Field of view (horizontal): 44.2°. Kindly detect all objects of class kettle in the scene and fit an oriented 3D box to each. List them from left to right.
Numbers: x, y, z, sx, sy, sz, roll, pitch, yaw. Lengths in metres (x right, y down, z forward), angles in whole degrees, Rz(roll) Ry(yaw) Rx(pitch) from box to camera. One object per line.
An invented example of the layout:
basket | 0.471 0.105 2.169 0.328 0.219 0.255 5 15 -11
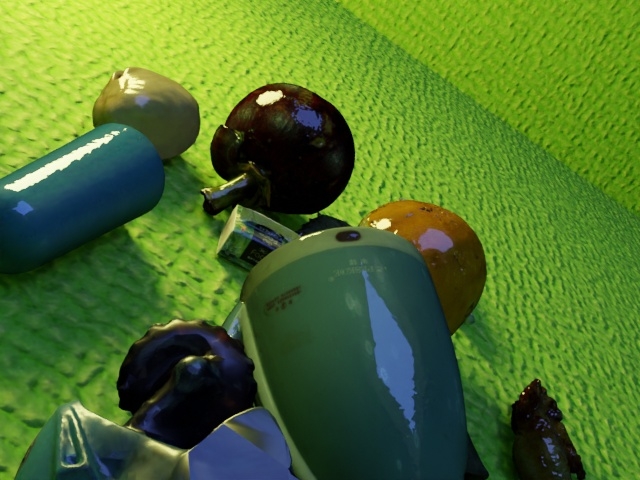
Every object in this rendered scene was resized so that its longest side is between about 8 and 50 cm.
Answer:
kettle | 0.014 0.192 0.901 0.319 0.247 0.342 -5 50 -11

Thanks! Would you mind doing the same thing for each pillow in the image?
pillow | 0.000 -0.001 1.335 0.093 0.051 0.241 45 28 4

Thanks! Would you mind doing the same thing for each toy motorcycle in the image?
toy motorcycle | -0.107 0.271 0.661 0.232 0.172 0.416 -18 73 -27

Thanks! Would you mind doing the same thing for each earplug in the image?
earplug | -0.315 -0.045 0.954 0.132 0.132 0.273 39 30 3

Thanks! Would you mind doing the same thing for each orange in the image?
orange | 0.139 0.052 1.220 0.240 0.240 0.240 29 28 -17

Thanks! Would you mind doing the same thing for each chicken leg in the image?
chicken leg | 0.356 0.340 1.210 0.177 0.083 0.322 49 23 -10

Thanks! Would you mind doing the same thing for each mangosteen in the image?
mangosteen | -0.078 -0.122 1.298 0.231 0.231 0.289 39 64 4

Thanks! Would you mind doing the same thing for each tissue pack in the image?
tissue pack | -0.090 -0.001 1.197 0.111 0.079 0.085 28 27 -16

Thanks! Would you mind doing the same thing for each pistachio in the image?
pistachio | -0.272 -0.199 1.249 0.223 0.126 0.152 -31 105 -66

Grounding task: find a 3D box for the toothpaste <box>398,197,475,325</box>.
toothpaste | 0.235 0.034 1.560 0.098 0.061 0.392 24 27 -24
